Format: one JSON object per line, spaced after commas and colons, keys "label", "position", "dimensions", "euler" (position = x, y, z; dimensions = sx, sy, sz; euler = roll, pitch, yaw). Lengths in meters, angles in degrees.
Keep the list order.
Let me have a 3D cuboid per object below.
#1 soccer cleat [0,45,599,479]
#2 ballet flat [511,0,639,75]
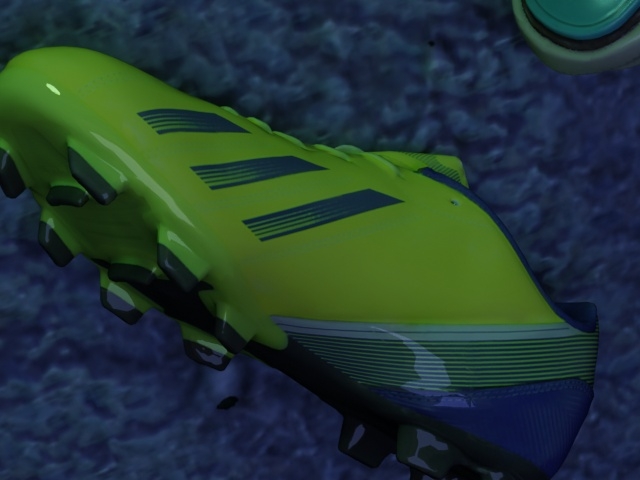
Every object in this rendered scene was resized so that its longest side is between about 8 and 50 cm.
{"label": "soccer cleat", "position": [0.000, 0.000, 0.610], "dimensions": [0.289, 0.093, 0.121], "euler": [36, 70, -29]}
{"label": "ballet flat", "position": [0.167, -0.160, 0.583], "dimensions": [0.086, 0.086, 0.248], "euler": [35, 103, -33]}
